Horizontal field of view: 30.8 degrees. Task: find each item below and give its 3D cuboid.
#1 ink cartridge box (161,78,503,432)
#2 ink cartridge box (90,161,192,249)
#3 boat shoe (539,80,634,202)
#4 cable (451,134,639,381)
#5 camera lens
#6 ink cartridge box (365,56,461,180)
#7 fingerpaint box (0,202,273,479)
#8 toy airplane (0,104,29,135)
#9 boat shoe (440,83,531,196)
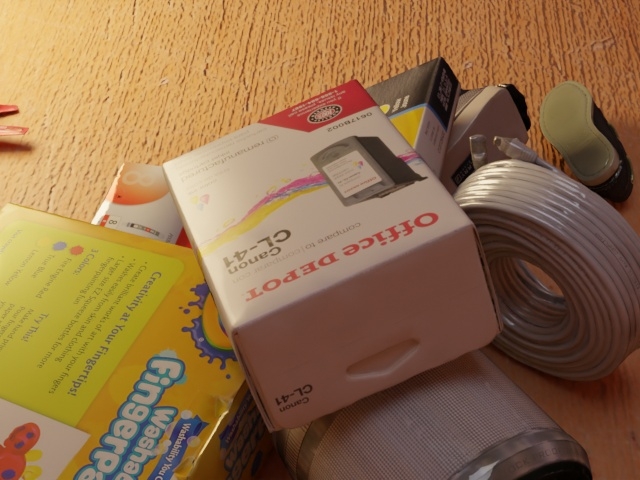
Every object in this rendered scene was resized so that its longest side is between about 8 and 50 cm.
[{"bbox_3d":[0.000,0.000,1.070,0.226,0.131,0.306,-24,34,-5],"label":"ink cartridge box"},{"bbox_3d":[-0.191,-0.033,1.483,0.179,0.045,0.145,5,43,12],"label":"ink cartridge box"},{"bbox_3d":[0.356,-0.132,1.554,0.081,0.068,0.228,-37,33,21],"label":"boat shoe"},{"bbox_3d":[0.237,0.035,1.236,0.257,0.257,0.089,32,57,26],"label":"cable"},{"bbox_3d":[0.097,0.202,1.084,0.219,0.219,0.274,-25,47,-23],"label":"camera lens"},{"bbox_3d":[0.007,-0.064,1.379,0.307,0.072,0.304,-19,34,29],"label":"ink cartridge box"},{"bbox_3d":[-0.261,0.194,1.149,0.371,0.163,0.445,13,45,17],"label":"fingerpaint box"},{"bbox_3d":[-0.482,-0.168,1.653,0.151,0.028,0.151,0,42,0],"label":"toy airplane"},{"bbox_3d":[0.114,-0.073,1.480,0.340,0.127,0.158,-43,28,-25],"label":"boat shoe"}]
